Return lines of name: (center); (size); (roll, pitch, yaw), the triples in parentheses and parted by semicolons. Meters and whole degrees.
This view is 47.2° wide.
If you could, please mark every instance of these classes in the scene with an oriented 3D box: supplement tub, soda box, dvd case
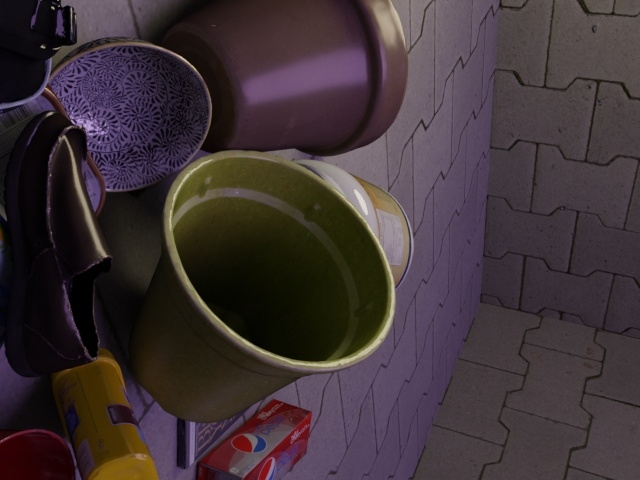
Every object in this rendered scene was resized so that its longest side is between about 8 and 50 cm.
supplement tub: (0.000, 0.000, 1.126); (0.316, 0.228, 0.228); (11, 91, -68)
soda box: (-0.108, 0.369, 1.256); (0.263, 0.083, 0.092); (-25, 125, -64)
dvd case: (-0.154, 0.232, 1.155); (0.221, 0.018, 0.164); (-33, 132, -60)

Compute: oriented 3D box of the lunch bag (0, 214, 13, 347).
lunch bag: (-0.323, 0.062, 0.550); (0.176, 0.090, 0.219); (70, 37, -53)

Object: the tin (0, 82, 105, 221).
tin: (-0.261, -0.068, 0.648); (0.106, 0.040, 0.189); (-33, 142, -14)

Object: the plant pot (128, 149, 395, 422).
plant pot: (-0.098, 0.081, 0.852); (0.254, 0.276, 0.276); (-47, -178, 41)

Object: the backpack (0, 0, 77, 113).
backpack: (-0.280, -0.179, 0.388); (0.253, 0.191, 0.225); (-31, 128, -71)

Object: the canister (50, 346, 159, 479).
canister: (-0.222, 0.210, 0.761); (0.073, 0.170, 0.126); (-16, 125, -22)

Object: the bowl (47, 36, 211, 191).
bowl: (-0.200, -0.137, 0.722); (0.170, 0.080, 0.170); (-16, 138, -15)

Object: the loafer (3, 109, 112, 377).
loafer: (-0.206, 0.004, 0.607); (0.080, 0.078, 0.220); (-17, 109, -81)

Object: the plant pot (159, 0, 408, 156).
plant pot: (-0.063, -0.204, 0.888); (0.229, 0.263, 0.263); (-30, 131, -39)

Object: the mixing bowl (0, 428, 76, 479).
mixing bowl: (-0.318, 0.244, 0.651); (0.181, 0.098, 0.181); (12, 90, -68)
